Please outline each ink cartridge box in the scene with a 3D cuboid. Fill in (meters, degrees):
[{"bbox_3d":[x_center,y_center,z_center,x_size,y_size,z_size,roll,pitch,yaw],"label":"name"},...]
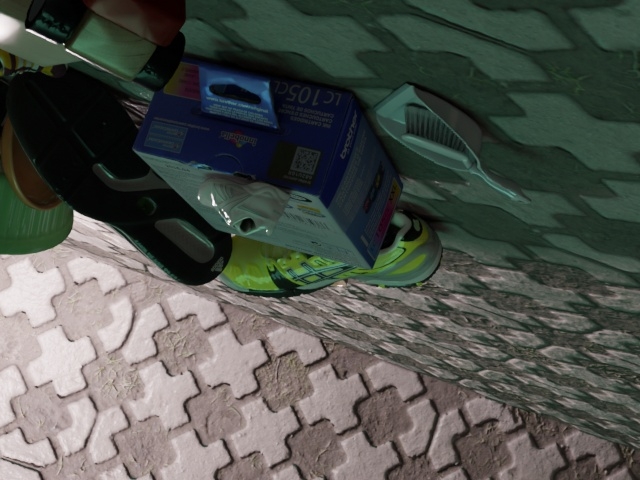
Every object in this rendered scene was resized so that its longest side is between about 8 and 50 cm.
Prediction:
[{"bbox_3d":[-0.066,-0.108,1.622,0.270,0.151,0.395,14,169,19],"label":"ink cartridge box"}]

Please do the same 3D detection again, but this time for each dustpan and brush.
[{"bbox_3d":[0.168,-0.107,1.461,0.211,0.060,0.147,22,168,-11],"label":"dustpan and brush"}]

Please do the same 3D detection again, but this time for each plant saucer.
[{"bbox_3d":[-0.450,-0.148,1.934,0.037,0.200,0.200,3,163,21],"label":"plant saucer"}]

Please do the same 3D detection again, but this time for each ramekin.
[{"bbox_3d":[-0.563,-0.117,2.094,0.303,0.148,0.303,16,-153,-9],"label":"ramekin"}]

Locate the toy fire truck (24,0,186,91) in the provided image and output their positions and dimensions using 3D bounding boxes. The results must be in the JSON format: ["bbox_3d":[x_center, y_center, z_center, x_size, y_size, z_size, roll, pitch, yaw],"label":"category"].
[{"bbox_3d":[-0.137,-0.281,0.953,0.158,0.217,0.246,26,125,-27],"label":"toy fire truck"}]

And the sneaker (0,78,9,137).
[{"bbox_3d":[-0.614,-0.256,2.026,0.271,0.100,0.108,21,-167,-21],"label":"sneaker"}]

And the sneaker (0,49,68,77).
[{"bbox_3d":[-0.430,-0.257,1.691,0.069,0.084,0.185,12,166,33],"label":"sneaker"}]

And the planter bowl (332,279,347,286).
[{"bbox_3d":[-0.012,0.004,2.154,0.162,0.109,0.162,19,168,4],"label":"planter bowl"}]

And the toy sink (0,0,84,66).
[{"bbox_3d":[-0.343,-0.291,1.278,0.234,0.131,0.153,22,169,-35],"label":"toy sink"}]

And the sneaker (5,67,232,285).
[{"bbox_3d":[-0.357,-0.103,1.960,0.447,0.169,0.257,47,165,-26],"label":"sneaker"}]

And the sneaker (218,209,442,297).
[{"bbox_3d":[0.000,0.000,1.980,0.385,0.145,0.147,-7,151,13],"label":"sneaker"}]

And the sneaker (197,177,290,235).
[{"bbox_3d":[-0.104,-0.041,1.492,0.152,0.061,0.054,7,165,46],"label":"sneaker"}]
